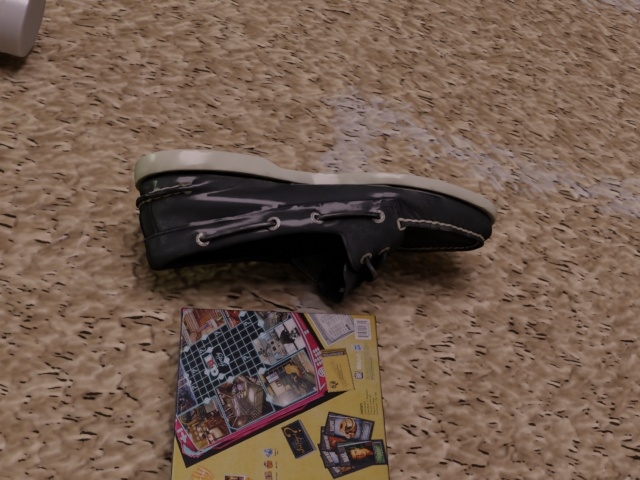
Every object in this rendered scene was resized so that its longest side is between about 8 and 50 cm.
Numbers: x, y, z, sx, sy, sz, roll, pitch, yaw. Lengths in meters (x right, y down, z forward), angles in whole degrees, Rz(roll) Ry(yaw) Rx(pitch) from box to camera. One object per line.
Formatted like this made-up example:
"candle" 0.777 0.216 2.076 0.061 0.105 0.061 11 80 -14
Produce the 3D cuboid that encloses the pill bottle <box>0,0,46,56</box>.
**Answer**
"pill bottle" -0.372 -0.247 1.217 0.180 0.108 0.108 16 41 -2

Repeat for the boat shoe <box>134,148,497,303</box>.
"boat shoe" 0.001 -0.001 1.095 0.340 0.127 0.113 8 71 -23

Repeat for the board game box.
"board game box" -0.032 0.156 0.941 0.165 0.042 0.243 3 43 -5
